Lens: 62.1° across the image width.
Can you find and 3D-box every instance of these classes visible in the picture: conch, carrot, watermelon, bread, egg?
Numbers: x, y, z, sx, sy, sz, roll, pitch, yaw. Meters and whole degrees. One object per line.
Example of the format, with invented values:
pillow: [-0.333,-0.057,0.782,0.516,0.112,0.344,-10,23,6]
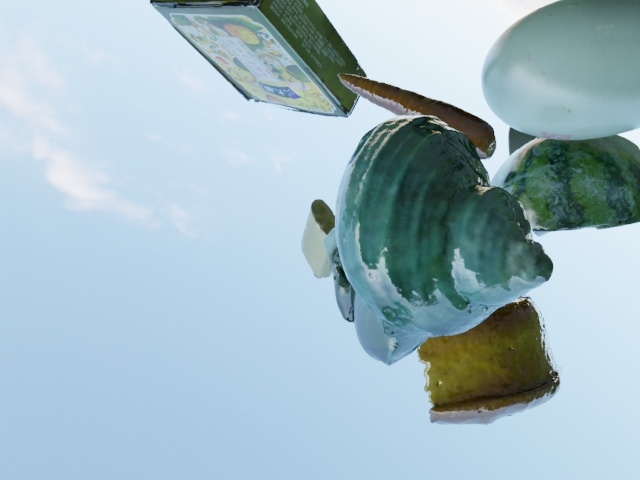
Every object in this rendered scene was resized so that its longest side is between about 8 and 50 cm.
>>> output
conch: [0.077,0.005,0.396,0.134,0.196,0.202,-15,-167,-4]
carrot: [0.105,-0.152,0.613,0.216,0.048,0.048,34,-144,25]
watermelon: [0.451,-0.089,1.008,0.305,0.180,0.224,-8,-127,18]
bread: [0.289,0.180,0.876,0.340,0.178,0.195,3,-109,-61]
egg: [0.455,-0.283,0.868,0.370,0.230,0.230,-1,-151,22]
bread: [0.000,0.000,1.362,0.060,0.178,0.139,-18,-123,-25]

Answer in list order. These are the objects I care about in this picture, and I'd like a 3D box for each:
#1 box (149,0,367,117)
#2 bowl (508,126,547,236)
box: [-0.138,-0.480,1.290,0.372,0.138,0.420,19,170,36]
bowl: [0.561,-0.162,1.261,0.289,0.146,0.289,26,-122,-52]
